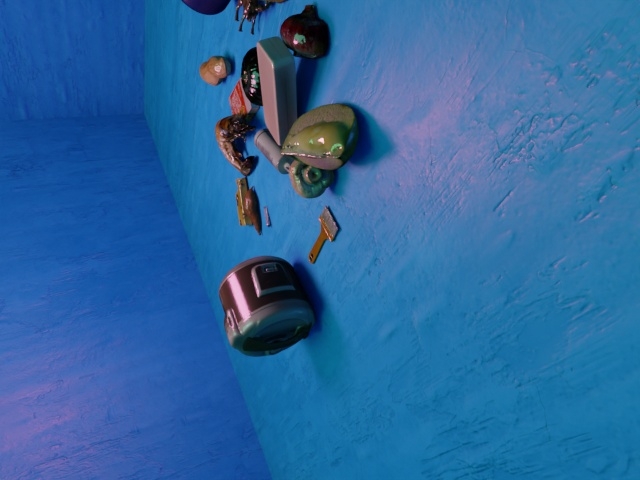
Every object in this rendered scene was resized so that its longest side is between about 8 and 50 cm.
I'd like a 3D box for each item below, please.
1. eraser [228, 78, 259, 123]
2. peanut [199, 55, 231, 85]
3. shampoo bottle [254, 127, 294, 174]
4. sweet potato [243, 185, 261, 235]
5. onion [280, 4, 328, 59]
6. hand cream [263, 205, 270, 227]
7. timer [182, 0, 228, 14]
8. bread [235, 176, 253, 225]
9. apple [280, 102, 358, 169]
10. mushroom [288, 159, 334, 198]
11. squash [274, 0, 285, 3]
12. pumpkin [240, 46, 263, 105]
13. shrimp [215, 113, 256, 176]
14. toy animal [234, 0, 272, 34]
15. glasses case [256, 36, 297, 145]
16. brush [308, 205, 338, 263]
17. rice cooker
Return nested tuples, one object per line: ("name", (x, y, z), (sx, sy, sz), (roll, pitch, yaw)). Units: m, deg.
("eraser", (-0.326, -0.581, 1.950), (0.230, 0.038, 0.158), (-24, 79, 62))
("peanut", (-0.471, -0.769, 2.081), (0.263, 0.101, 0.117), (5, 130, 58))
("shampoo bottle", (-0.155, -0.316, 1.689), (0.262, 0.085, 0.085), (51, 141, 40))
("sweet potato", (-0.307, -0.129, 2.061), (0.068, 0.068, 0.226), (0, 101, 61))
("onion", (-0.061, -0.624, 1.384), (0.206, 0.098, 0.151), (39, 135, 50))
("hand cream", (-0.229, -0.101, 1.983), (0.030, 0.019, 0.093), (147, 116, -62))
("timer", (-0.355, -1.028, 1.662), (0.383, 0.270, 0.271), (-10, 92, 46))
("bread", (-0.361, -0.180, 2.155), (0.088, 0.049, 0.226), (3, 102, 61))
("apple", (0.022, -0.298, 1.332), (0.264, 0.120, 0.193), (13, 72, 44))
("mushroom", (-0.028, -0.205, 1.445), (0.112, 0.147, 0.148), (-171, 71, -77))
("squash", (-0.168, -0.878, 1.464), (0.220, 0.133, 0.221), (16, 108, 60))
("pumpkin", (-0.214, -0.580, 1.635), (0.202, 0.140, 0.202), (175, 90, -65))
("shrimp", (-0.353, -0.411, 1.982), (0.445, 0.085, 0.272), (-5, 113, 64))
("toy animal", (-0.252, -0.841, 1.658), (0.186, 0.093, 0.214), (-57, 43, 43))
("glasses case", (-0.137, -0.479, 1.512), (0.144, 0.076, 0.337), (59, 163, 29))
("brush", (0.000, 0.000, 1.601), (0.103, 0.013, 0.272), (63, 149, 27))
("rice cooker", (-0.203, 0.257, 1.738), (0.325, 0.334, 0.335), (63, 149, 34))
